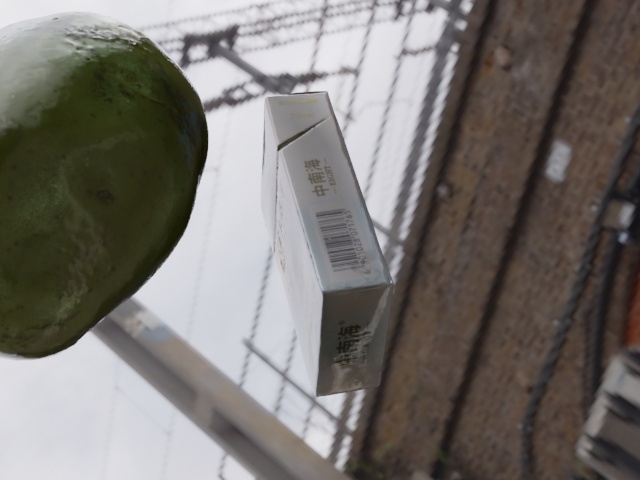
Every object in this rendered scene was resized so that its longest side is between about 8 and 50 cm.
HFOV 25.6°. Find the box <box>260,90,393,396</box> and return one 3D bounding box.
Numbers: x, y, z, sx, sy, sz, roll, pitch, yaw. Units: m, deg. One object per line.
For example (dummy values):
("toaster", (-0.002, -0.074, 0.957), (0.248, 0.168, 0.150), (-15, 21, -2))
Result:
("box", (0.000, 0.000, 1.286), (0.067, 0.243, 0.155), (-7, -41, -12))

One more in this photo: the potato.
("potato", (-0.199, -0.046, 1.015), (0.304, 0.215, 0.216), (-55, -20, -54))
